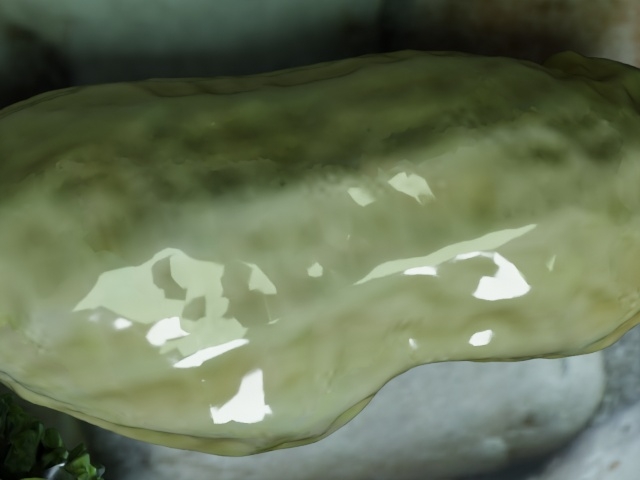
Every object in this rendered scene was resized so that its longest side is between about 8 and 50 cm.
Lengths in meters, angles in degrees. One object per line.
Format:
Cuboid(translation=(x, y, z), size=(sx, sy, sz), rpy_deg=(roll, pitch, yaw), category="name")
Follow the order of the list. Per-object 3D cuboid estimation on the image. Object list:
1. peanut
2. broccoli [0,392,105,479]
Cuboid(translation=(0.000, 0.000, 0.664), size=(0.313, 0.152, 0.152), rpy_deg=(-10, 120, -16), category="peanut")
Cuboid(translation=(-0.147, 0.146, 0.668), size=(0.226, 0.198, 0.176), rpy_deg=(14, 146, -12), category="broccoli")
